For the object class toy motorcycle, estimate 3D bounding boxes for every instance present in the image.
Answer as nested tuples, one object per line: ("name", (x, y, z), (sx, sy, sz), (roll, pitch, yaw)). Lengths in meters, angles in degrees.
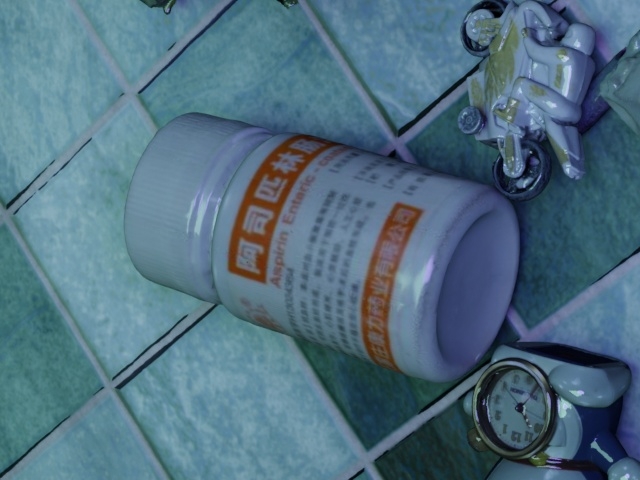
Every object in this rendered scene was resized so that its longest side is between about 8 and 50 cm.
("toy motorcycle", (0.211, -0.154, 1.937), (0.151, 0.074, 0.228), (-27, 60, 31))

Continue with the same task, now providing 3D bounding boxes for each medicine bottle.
("medicine bottle", (0.000, 0.000, 2.030), (0.371, 0.211, 0.211), (17, 107, 29))

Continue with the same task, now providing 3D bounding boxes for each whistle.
("whistle", (0.287, -0.157, 1.929), (0.033, 0.033, 0.176), (50, 119, 16))

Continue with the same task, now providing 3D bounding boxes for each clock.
("clock", (0.236, 0.231, 1.961), (0.199, 0.146, 0.243), (11, 99, 36))

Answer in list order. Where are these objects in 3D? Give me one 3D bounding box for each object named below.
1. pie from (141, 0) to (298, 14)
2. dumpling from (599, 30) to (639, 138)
("pie", (-0.114, -0.384, 2.077), (0.371, 0.078, 0.296), (1, 92, 48))
("dumpling", (0.372, -0.128, 1.837), (0.217, 0.105, 0.149), (42, 117, 19))
